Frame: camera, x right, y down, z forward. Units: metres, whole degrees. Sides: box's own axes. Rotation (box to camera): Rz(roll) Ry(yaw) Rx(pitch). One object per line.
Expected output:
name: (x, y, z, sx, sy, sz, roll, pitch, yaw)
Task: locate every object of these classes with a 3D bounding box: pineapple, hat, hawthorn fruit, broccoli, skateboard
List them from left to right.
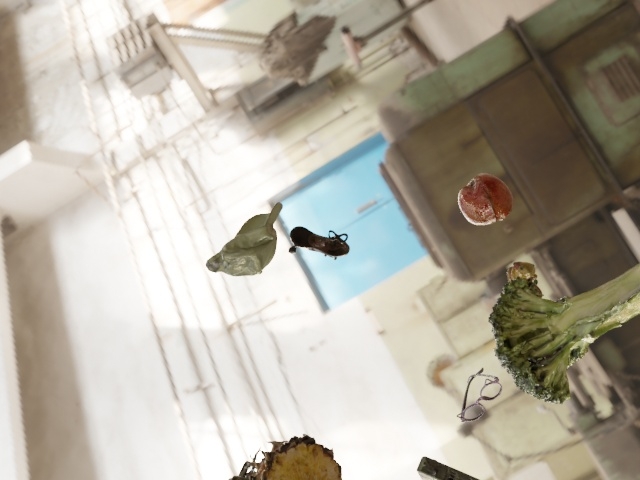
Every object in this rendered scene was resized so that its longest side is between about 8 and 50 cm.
hat: (-0.122, 0.003, 1.643, 0.081, 0.122, 0.166, 48, -132, -19)
pineapple: (-0.125, 0.521, 1.818, 0.263, 0.272, 0.262, 17, -114, -44)
skateboard: (0.000, 0.000, 2.176, 0.080, 0.152, 0.067, 109, 171, -60)
hawthorn fruit: (0.371, -0.091, 2.043, 0.128, 0.128, 0.128, 59, -177, -6)
broccoli: (0.494, 0.135, 1.712, 0.221, 0.361, 0.252, 49, -169, -8)

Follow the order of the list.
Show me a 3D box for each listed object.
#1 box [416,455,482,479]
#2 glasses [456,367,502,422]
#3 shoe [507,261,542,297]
box: (0.355, 0.571, 2.066, 0.270, 0.045, 0.211, 20, 163, 18)
glasses: (0.355, 0.340, 2.095, 0.063, 0.140, 0.103, 20, -153, -28)
shoe: (0.507, 0.101, 2.234, 0.072, 0.069, 0.109, -18, -78, -54)
